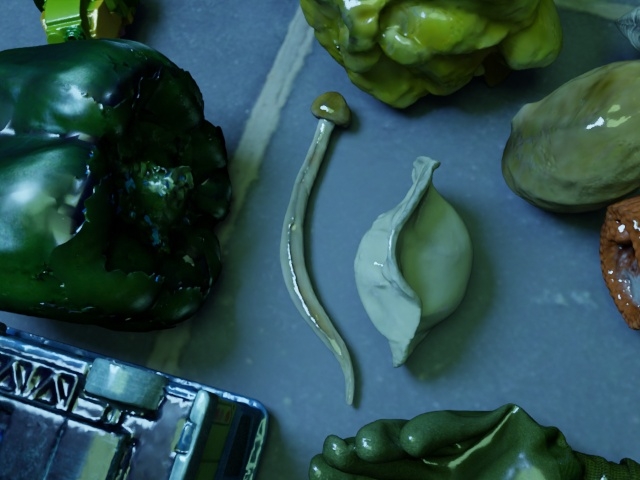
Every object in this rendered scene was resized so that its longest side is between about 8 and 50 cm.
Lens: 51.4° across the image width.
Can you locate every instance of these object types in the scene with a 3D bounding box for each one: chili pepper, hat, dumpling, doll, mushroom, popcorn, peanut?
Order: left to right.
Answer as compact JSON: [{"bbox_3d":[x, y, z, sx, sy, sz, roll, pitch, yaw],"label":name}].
[{"bbox_3d":[-0.224,-0.039,0.596,0.256,0.233,0.249,6,57,21],"label":"chili pepper"},{"bbox_3d":[-0.255,-0.264,0.715,0.106,0.134,0.186,-8,77,6],"label":"doll"},{"bbox_3d":[-0.002,-0.001,0.635,0.068,0.043,0.306,-10,70,34],"label":"mushroom"},{"bbox_3d":[0.078,0.016,0.559,0.100,0.134,0.169,30,83,18],"label":"dumpling"},{"bbox_3d":[0.102,-0.243,0.602,0.266,0.233,0.192,33,48,-17],"label":"popcorn"},{"bbox_3d":[0.235,-0.085,0.558,0.109,0.159,0.140,46,65,-18],"label":"peanut"},{"bbox_3d":[0.318,0.009,0.542,0.162,0.093,0.112,-9,93,1],"label":"hat"}]

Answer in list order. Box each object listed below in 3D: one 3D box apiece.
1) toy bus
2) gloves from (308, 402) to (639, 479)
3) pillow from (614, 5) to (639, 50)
[{"bbox_3d":[-0.220,0.158,0.538,0.312,0.190,0.152,12,76,14],"label":"toy bus"},{"bbox_3d":[0.124,0.190,0.510,0.268,0.107,0.135,11,69,-4],"label":"gloves"},{"bbox_3d":[0.368,-0.156,0.543,0.229,0.148,0.050,14,118,5],"label":"pillow"}]
